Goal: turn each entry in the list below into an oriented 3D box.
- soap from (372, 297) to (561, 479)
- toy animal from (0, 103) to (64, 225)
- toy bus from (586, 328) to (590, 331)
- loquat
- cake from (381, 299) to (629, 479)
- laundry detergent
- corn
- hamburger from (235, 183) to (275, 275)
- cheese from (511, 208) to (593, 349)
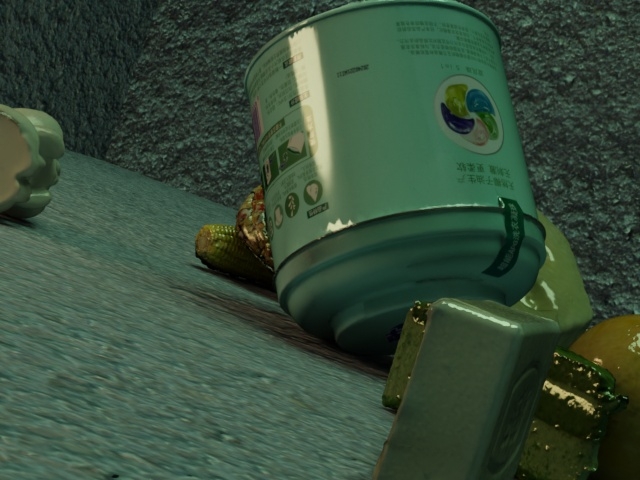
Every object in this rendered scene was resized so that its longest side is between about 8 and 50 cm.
[{"bbox_3d":[0.095,0.100,0.852,0.064,0.121,0.183,19,3,17],"label":"soap"},{"bbox_3d":[-0.383,-0.099,1.548,0.178,0.127,0.193,17,5,-11],"label":"toy animal"},{"bbox_3d":[0.329,0.149,2.026,0.175,0.088,0.101,22,5,26],"label":"toy bus"},{"bbox_3d":[0.251,0.133,1.062,0.163,0.137,0.163,29,41,-29],"label":"loquat"},{"bbox_3d":[0.130,0.115,1.033,0.099,0.100,0.235,17,3,-16],"label":"cake"},{"bbox_3d":[0.078,-0.051,1.430,0.287,0.305,0.287,-8,-20,-3],"label":"laundry detergent"},{"bbox_3d":[-0.085,0.022,1.825,0.203,0.072,0.072,17,3,-45],"label":"corn"},{"bbox_3d":[0.000,0.000,1.777,0.231,0.107,0.231,39,20,-17],"label":"hamburger"},{"bbox_3d":[0.193,0.034,1.730,0.318,0.115,0.326,45,32,12],"label":"cheese"}]
